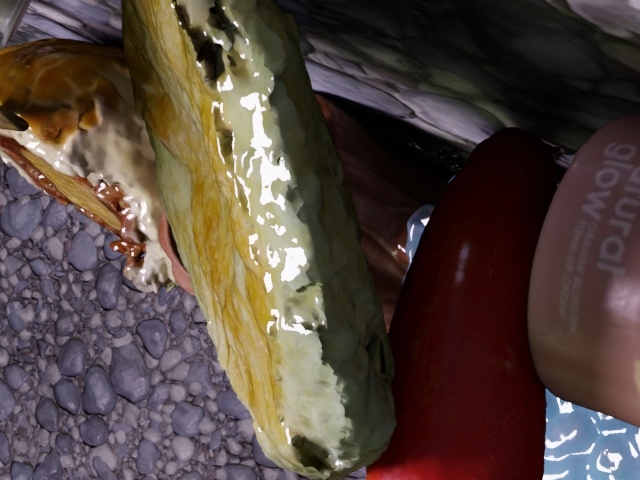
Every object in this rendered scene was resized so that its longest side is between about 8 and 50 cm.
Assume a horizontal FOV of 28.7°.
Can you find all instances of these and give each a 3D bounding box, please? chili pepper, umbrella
[{"bbox_3d":[0.088,0.072,0.658,0.092,0.368,0.137,3,153,28],"label":"chili pepper"},{"bbox_3d":[0.080,-0.070,0.935,0.122,0.022,0.013,33,-159,-7],"label":"umbrella"}]

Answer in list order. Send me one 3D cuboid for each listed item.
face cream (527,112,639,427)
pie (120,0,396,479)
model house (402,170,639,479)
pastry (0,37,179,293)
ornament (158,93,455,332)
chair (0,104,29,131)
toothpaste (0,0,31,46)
[{"bbox_3d":[0.179,0.020,0.591,0.104,0.149,0.149,17,174,37],"label":"face cream"},{"bbox_3d":[-0.037,-0.028,0.639,0.071,0.306,0.306,-18,-172,-15],"label":"pie"},{"bbox_3d":[0.241,0.096,0.879,0.360,0.339,0.297,7,144,-48],"label":"model house"},{"bbox_3d":[-0.188,-0.094,1.098,0.237,0.170,0.256,47,169,-29],"label":"pastry"},{"bbox_3d":[0.000,0.000,1.003,0.217,0.221,0.235,31,-162,-46],"label":"ornament"},{"bbox_3d":[-0.341,-0.159,0.911,0.247,0.172,0.159,-3,177,-1],"label":"chair"},{"bbox_3d":[-0.332,-0.224,0.779,0.323,0.066,0.100,27,180,-13],"label":"toothpaste"}]
